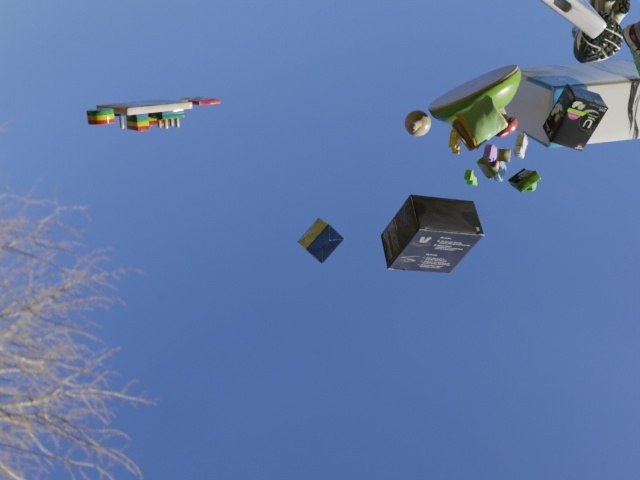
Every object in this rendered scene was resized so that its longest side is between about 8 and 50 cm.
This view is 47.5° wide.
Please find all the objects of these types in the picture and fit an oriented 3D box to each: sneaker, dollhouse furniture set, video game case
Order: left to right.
[{"bbox_3d":[0.272,-0.145,1.122,0.076,0.151,0.058,-35,-172,6],"label":"dollhouse furniture set"},{"bbox_3d":[0.319,-0.499,1.241,0.036,0.300,0.329,-49,-150,31],"label":"video game case"},{"bbox_3d":[0.682,-0.518,1.815,0.110,0.122,0.283,40,-122,-9],"label":"sneaker"},{"bbox_3d":[0.672,-0.359,1.421,0.098,0.083,0.223,-34,-126,37],"label":"sneaker"}]

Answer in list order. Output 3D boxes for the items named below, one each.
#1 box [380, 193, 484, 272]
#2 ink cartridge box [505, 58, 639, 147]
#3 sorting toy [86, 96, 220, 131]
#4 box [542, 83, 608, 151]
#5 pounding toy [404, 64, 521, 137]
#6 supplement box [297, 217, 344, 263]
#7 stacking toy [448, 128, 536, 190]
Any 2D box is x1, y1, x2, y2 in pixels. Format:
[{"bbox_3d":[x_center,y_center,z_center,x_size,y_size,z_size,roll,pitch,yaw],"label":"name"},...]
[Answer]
[{"bbox_3d":[0.234,-0.011,1.544,0.156,0.158,0.093,5,-124,-21],"label":"box"},{"bbox_3d":[0.736,-0.377,1.951,0.395,0.166,0.285,-7,-157,-8],"label":"ink cartridge box"},{"bbox_3d":[-0.321,-0.235,1.363,0.274,0.046,0.132,-15,-160,-38],"label":"sorting toy"},{"bbox_3d":[0.406,-0.196,1.164,0.062,0.083,0.052,15,-143,-10],"label":"box"},{"bbox_3d":[0.287,-0.235,1.396,0.237,0.110,0.183,-26,-167,10],"label":"pounding toy"},{"bbox_3d":[0.000,0.000,1.764,0.083,0.056,0.083,-48,-158,-3],"label":"supplement box"},{"bbox_3d":[0.405,-0.184,1.690,0.167,0.221,0.052,10,-110,30],"label":"stacking toy"}]
